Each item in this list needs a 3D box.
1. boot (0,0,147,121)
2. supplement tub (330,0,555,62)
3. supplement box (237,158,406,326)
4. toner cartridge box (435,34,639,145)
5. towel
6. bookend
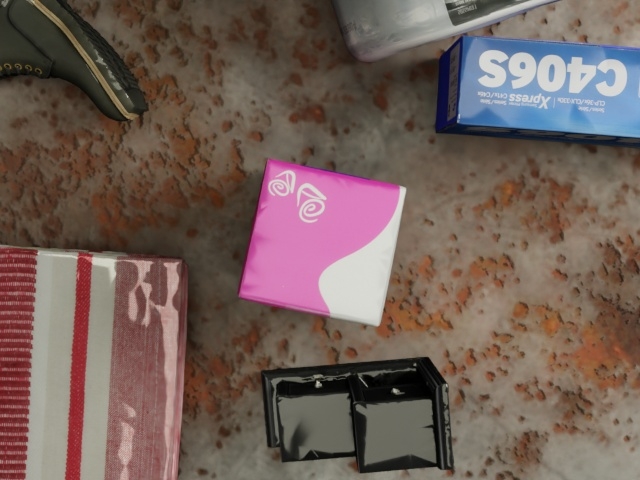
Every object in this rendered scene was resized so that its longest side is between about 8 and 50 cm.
[{"bbox_3d":[-0.260,-0.150,1.097,0.137,0.077,0.198,-42,79,5],"label":"boot"},{"bbox_3d":[0.072,-0.333,1.012,0.207,0.207,0.338,-18,96,0],"label":"supplement tub"},{"bbox_3d":[0.000,0.000,1.026,0.111,0.220,0.114,12,92,-2],"label":"supplement box"},{"bbox_3d":[0.280,-0.117,1.054,0.348,0.165,0.075,4,93,0],"label":"toner cartridge box"},{"bbox_3d":[-0.281,0.119,1.073,0.329,0.037,0.237,4,94,3],"label":"towel"},{"bbox_3d":[0.027,0.151,1.065,0.157,0.156,0.072,-5,93,0],"label":"bookend"}]
